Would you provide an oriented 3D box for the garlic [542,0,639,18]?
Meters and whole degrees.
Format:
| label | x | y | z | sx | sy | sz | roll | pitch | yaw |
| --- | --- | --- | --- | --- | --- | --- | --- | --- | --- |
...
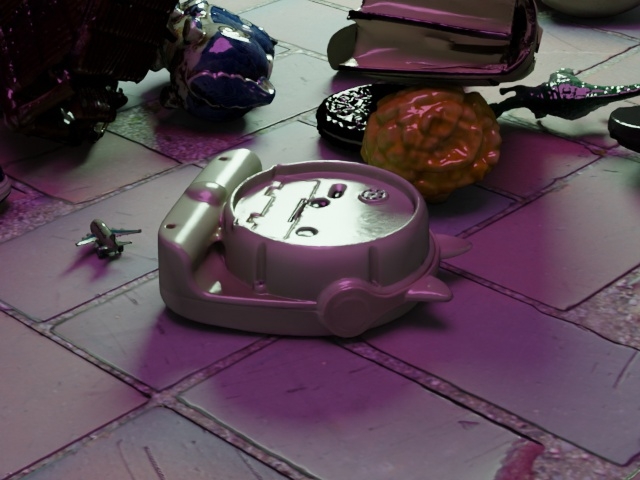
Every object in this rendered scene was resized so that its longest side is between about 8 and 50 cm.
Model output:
| label | x | y | z | sx | sy | sz | roll | pitch | yaw |
| --- | --- | --- | --- | --- | --- | --- | --- | --- | --- |
| garlic | 0.464 | -0.507 | 2.428 | 0.339 | 0.246 | 0.231 | -14 | 15 | 7 |

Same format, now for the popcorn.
| label | x | y | z | sx | sy | sz | roll | pitch | yaw |
| --- | --- | --- | --- | --- | --- | --- | --- | --- | --- |
| popcorn | 0.137 | -0.123 | 1.791 | 0.180 | 0.170 | 0.180 | -9 | 42 | 8 |

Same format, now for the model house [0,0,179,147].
| label | x | y | z | sx | sy | sz | roll | pitch | yaw |
| --- | --- | --- | --- | --- | --- | --- | --- | --- | --- |
| model house | -0.278 | -0.294 | 1.954 | 0.297 | 0.282 | 0.317 | 59 | 20 | 21 |

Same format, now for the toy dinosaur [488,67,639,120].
| label | x | y | z | sx | sy | sz | roll | pitch | yaw |
| --- | --- | --- | --- | --- | --- | --- | --- | --- | --- |
| toy dinosaur | 0.386 | -0.211 | 1.997 | 0.382 | 0.076 | 0.129 | -12 | 21 | 9 |

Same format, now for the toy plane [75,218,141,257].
| label | x | y | z | sx | sy | sz | roll | pitch | yaw |
| --- | --- | --- | --- | --- | --- | --- | --- | --- | --- |
| toy plane | -0.252 | -0.003 | 1.688 | 0.080 | 0.033 | 0.083 | -15 | 24 | -24 |

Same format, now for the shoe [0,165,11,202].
| label | x | y | z | sx | sy | sz | roll | pitch | yaw |
| --- | --- | --- | --- | --- | --- | --- | --- | --- | --- |
| shoe | -0.486 | -0.089 | 1.782 | 0.207 | 0.106 | 0.091 | -2 | 25 | 10 |

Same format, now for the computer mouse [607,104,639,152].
| label | x | y | z | sx | sy | sz | roll | pitch | yaw |
| --- | --- | --- | --- | --- | --- | --- | --- | --- | --- |
| computer mouse | 0.501 | -0.132 | 1.859 | 0.269 | 0.086 | 0.137 | -7 | 18 | -12 |

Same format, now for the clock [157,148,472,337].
| label | x | y | z | sx | sy | sz | roll | pitch | yaw |
| --- | --- | --- | --- | --- | --- | --- | --- | --- | --- |
| clock | 0.000 | 0.000 | 1.595 | 0.324 | 0.109 | 0.265 | 6 | 28 | 12 |

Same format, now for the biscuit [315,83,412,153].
| label | x | y | z | sx | sy | sz | roll | pitch | yaw |
| --- | --- | --- | --- | --- | --- | --- | --- | --- | --- |
| biscuit | 0.087 | -0.167 | 1.971 | 0.194 | 0.053 | 0.194 | -1 | 27 | 0 |

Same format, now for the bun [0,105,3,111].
| label | x | y | z | sx | sy | sz | roll | pitch | yaw |
| --- | --- | --- | --- | --- | --- | --- | --- | --- | --- |
| bun | -0.481 | -0.267 | 2.110 | 0.195 | 0.118 | 0.195 | -3 | 26 | 2 |

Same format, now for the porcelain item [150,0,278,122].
| label | x | y | z | sx | sy | sz | roll | pitch | yaw |
| --- | --- | --- | --- | --- | --- | --- | --- | --- | --- |
| porcelain item | -0.142 | -0.257 | 2.089 | 0.186 | 0.138 | 0.288 | 12 | 20 | -21 |

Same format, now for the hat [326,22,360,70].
| label | x | y | z | sx | sy | sz | roll | pitch | yaw |
| --- | --- | --- | --- | --- | --- | --- | --- | --- | --- |
| hat | 0.115 | -0.269 | 2.158 | 0.144 | 0.173 | 0.166 | 56 | 15 | 17 |

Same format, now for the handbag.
| label | x | y | z | sx | sy | sz | roll | pitch | yaw |
| --- | --- | --- | --- | --- | --- | --- | --- | --- | --- |
| handbag | 0.169 | -0.278 | 1.885 | 0.236 | 0.160 | 0.358 | 10 | 6 | 8 |
